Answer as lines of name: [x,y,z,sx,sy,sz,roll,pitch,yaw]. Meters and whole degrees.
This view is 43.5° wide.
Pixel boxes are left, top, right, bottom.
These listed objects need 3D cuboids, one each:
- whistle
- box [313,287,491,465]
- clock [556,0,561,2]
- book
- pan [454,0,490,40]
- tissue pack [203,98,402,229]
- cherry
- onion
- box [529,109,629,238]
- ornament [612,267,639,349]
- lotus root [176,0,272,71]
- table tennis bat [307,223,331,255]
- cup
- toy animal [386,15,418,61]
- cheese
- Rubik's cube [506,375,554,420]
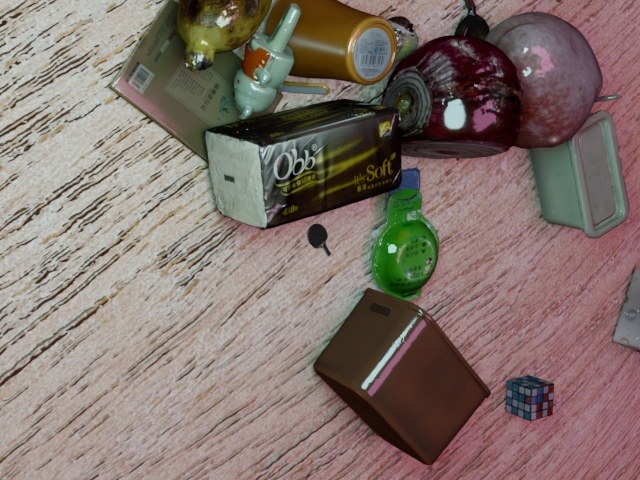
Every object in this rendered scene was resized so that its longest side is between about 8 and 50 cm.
whistle: [-0.105,-0.340,1.549,0.105,0.102,0.253,3,130,-43]
box: [0.183,0.315,1.831,0.229,0.239,0.339,-50,120,-15]
clock: [0.634,-0.781,2.062,0.235,0.096,0.308,-26,111,-29]
book: [-0.237,-0.295,1.595,0.310,0.021,0.217,38,75,-31]
pan: [0.369,-0.542,1.953,0.114,0.040,0.212,-15,106,-37]
tissue pack: [-0.032,-0.158,1.627,0.369,0.210,0.198,-20,119,-35]
cherry: [0.513,-0.397,1.911,0.335,0.291,0.326,57,49,-34]
onion: [0.274,-0.313,1.749,0.281,0.336,0.260,-1,91,-27]
box: [0.670,-0.177,2.117,0.175,0.182,0.312,-27,111,-28]
ornament: [1.074,0.245,2.412,0.239,0.239,0.239,22,86,-34]
lotus root: [-0.181,-0.444,1.503,0.141,0.169,0.314,49,50,-42]
table tennis bat: [0.000,0.000,1.801,0.050,0.007,0.083,-43,116,-22]
cup: [0.008,-0.384,1.610,0.226,0.264,0.182,-53,134,-8]
toy animal: [0.152,-0.446,1.795,0.137,0.098,0.098,-23,110,-6]
cheese: [0.201,-0.009,1.888,0.203,0.083,0.321,-12,106,-30]
Rubik's cube: [0.572,0.429,2.191,0.092,0.092,0.092,-5,99,-32]
